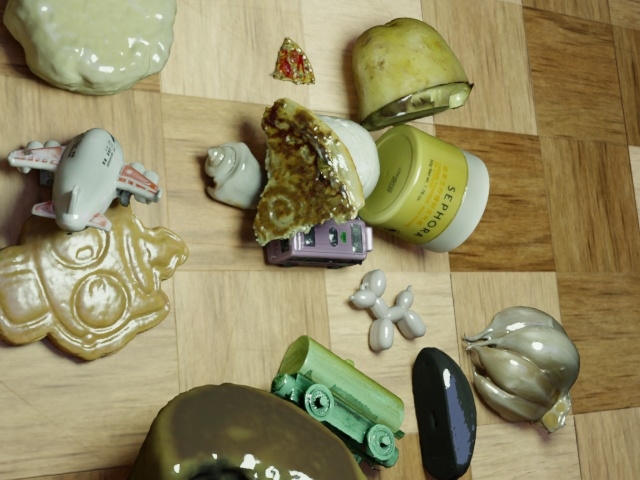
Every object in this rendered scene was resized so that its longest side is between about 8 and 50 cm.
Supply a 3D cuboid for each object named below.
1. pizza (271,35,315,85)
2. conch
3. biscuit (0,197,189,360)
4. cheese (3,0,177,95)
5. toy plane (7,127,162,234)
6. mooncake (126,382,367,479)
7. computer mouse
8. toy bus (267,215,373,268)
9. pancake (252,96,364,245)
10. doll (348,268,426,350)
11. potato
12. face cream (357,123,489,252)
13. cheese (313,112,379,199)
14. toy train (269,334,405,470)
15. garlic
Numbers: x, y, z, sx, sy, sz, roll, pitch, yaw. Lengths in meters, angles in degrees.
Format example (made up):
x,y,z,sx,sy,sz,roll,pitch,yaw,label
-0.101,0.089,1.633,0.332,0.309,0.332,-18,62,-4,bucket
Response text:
x,y,z,sx,sy,sz,roll,pitch,yaw,label
-0.043,-0.349,2.019,0.099,0.029,0.100,32,64,-27,pizza
-0.153,-0.116,1.876,0.176,0.094,0.104,50,38,-47,conch
-0.381,0.060,1.683,0.376,0.051,0.269,-21,93,-37,biscuit
-0.400,-0.413,1.734,0.318,0.115,0.326,-41,102,-34,cheese
-0.383,-0.101,1.636,0.252,0.118,0.252,13,37,-10,toy plane
-0.114,0.431,1.598,0.394,0.246,0.393,43,31,19,mooncake
0.257,0.346,2.008,0.086,0.137,0.269,-2,79,-26,computer mouse
0.000,0.000,1.923,0.199,0.108,0.096,3,78,-34,toy bus
-0.049,-0.103,1.832,0.266,0.244,0.057,43,9,17,pancake
0.131,0.136,2.015,0.161,0.059,0.160,-13,87,-36,doll
0.169,-0.352,2.065,0.285,0.242,0.242,-20,91,-32,potato
0.200,-0.104,2.018,0.179,0.218,0.218,21,68,-29,face cream
0.025,-0.146,1.944,0.189,0.154,0.198,-4,76,-33,cheese
0.045,0.306,1.876,0.307,0.126,0.189,36,61,-23,toy train
0.443,0.267,2.176,0.237,0.210,0.292,-38,110,0,garlic
